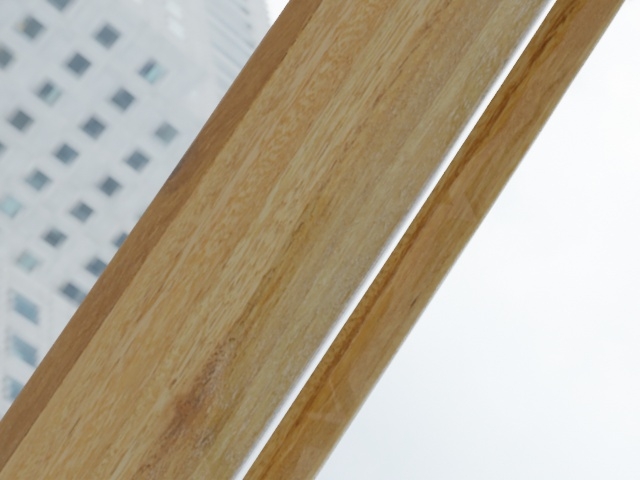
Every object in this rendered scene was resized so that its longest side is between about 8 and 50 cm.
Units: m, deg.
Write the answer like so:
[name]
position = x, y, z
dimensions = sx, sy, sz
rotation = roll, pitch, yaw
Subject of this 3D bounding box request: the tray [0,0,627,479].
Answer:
[tray]
position = 0.000, 0.000, 0.557
dimensions = 0.411, 0.076, 0.203
rotation = -57, 170, -8
